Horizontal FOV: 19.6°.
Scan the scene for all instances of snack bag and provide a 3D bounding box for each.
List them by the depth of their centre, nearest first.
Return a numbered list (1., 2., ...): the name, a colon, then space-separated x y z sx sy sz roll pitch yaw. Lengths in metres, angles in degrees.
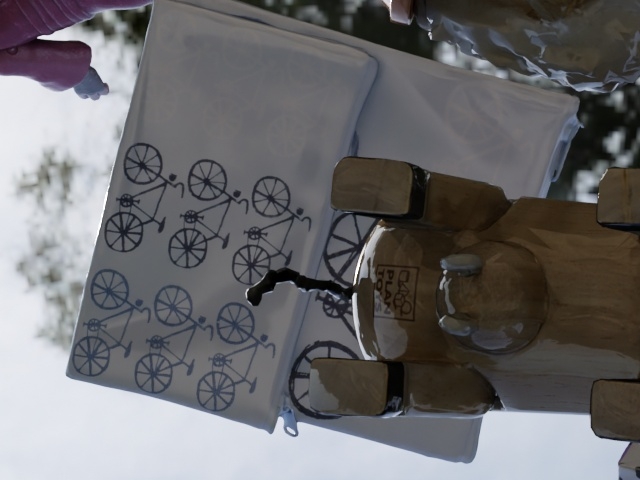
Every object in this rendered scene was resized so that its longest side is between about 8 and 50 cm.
1. snack bag: 0.000 0.000 1.437 0.343 0.323 0.037 16 -171 0

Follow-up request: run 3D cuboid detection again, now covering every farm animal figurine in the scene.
1. farm animal figurine: 0.140 0.055 0.641 0.327 0.330 0.172 23 -175 27

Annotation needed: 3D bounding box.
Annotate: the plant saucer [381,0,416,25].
1. plant saucer: 0.033 -0.119 0.661 0.013 0.083 0.083 11 -140 3

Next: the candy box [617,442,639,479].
1. candy box: 0.239 0.193 1.158 0.070 0.196 0.165 7 -155 24

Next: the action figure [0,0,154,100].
1. action figure: -0.227 -0.224 1.619 0.370 0.248 0.275 -30 -163 15
